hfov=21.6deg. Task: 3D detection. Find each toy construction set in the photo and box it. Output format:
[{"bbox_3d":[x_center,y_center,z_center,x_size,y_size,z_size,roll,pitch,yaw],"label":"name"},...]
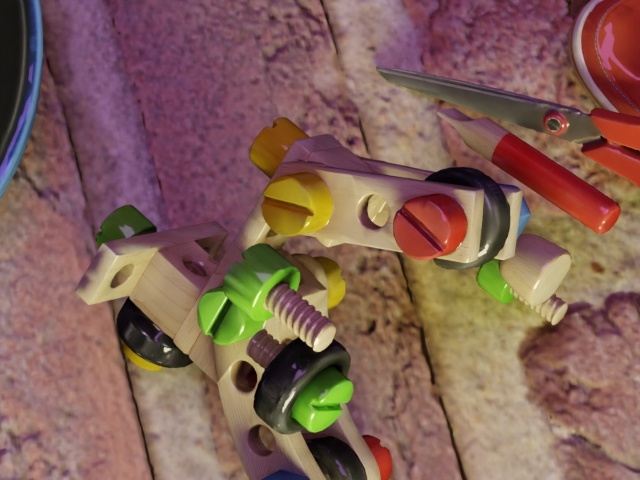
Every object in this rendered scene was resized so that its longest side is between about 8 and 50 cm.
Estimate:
[{"bbox_3d":[0.000,0.000,1.034,0.237,0.257,0.309,38,51,25],"label":"toy construction set"}]

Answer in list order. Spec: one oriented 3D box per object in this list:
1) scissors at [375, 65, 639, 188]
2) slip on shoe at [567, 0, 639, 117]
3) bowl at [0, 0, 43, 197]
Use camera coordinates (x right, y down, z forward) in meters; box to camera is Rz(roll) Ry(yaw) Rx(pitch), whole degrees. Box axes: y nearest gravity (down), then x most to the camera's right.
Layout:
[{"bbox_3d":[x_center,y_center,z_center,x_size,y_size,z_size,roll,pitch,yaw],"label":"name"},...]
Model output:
[{"bbox_3d":[0.179,-0.083,1.122,0.297,0.109,0.021,31,42,13],"label":"scissors"},{"bbox_3d":[0.320,-0.080,1.120,0.331,0.101,0.123,33,72,12],"label":"slip on shoe"},{"bbox_3d":[-0.354,-0.126,1.022,0.391,0.077,0.391,-2,95,-25],"label":"bowl"}]
